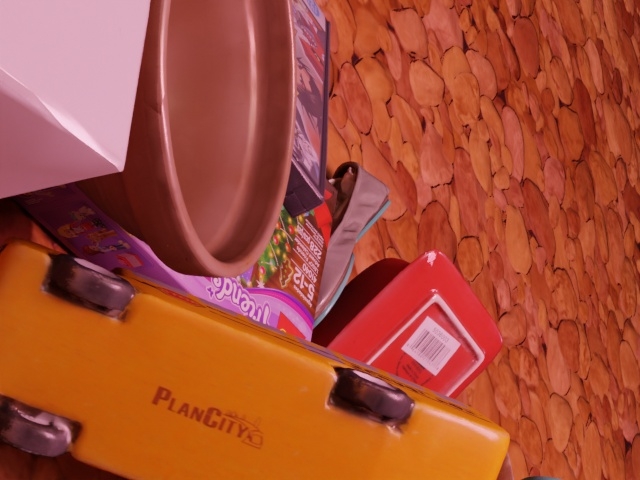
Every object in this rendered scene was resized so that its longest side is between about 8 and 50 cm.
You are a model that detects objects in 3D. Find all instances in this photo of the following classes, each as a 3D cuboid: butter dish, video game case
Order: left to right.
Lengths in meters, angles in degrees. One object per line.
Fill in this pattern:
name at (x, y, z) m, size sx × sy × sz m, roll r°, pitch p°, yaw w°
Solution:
video game case at (-0.068, -0.188, 1.003) m, size 0.248 × 0.035 × 0.275 m, roll 54°, pitch 21°, yaw -31°
butter dish at (0.054, 0.083, 1.155) m, size 0.160 × 0.118 × 0.160 m, roll -44°, pitch 131°, yaw -5°

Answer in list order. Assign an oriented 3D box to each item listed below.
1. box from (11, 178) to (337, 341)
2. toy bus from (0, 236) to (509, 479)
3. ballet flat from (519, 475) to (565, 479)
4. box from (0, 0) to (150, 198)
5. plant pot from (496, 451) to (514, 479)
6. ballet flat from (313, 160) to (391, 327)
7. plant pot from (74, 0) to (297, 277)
box at (-0.094, -0.040, 0.965) m, size 0.293 × 0.057 × 0.201 m, roll 48°, pitch 41°, yaw -41°
toy bus at (-0.053, 0.102, 0.815) m, size 0.130 × 0.332 × 0.108 m, roll -149°, pitch -98°, yaw -77°
ballet flat at (0.218, 0.327, 1.300) m, size 0.342 × 0.116 × 0.124 m, roll 78°, pitch 29°, yaw -67°
box at (-0.205, -0.200, 0.662) m, size 0.168 × 0.215 × 0.345 m, roll 41°, pitch 47°, yaw -50°
plant pot at (0.150, 0.288, 1.234) m, size 0.236 × 0.032 × 0.236 m, roll 179°, pitch -90°, yaw -88°
ballet flat at (0.000, 0.000, 1.142) m, size 0.068 × 0.072 × 0.213 m, roll 42°, pitch 37°, yaw -8°
plant pot at (-0.097, -0.098, 0.783) m, size 0.237 × 0.109 × 0.237 m, roll 2°, pitch 90°, yaw -75°
